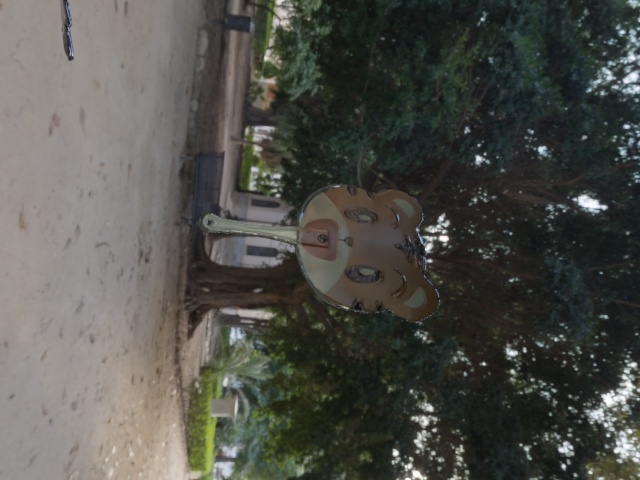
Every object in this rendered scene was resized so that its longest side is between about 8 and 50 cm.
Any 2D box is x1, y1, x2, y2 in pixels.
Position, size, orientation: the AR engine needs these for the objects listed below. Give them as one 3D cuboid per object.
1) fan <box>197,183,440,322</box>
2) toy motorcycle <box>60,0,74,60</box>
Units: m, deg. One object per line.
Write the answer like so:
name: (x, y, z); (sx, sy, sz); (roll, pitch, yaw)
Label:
fan: (0.000, 0.000, 0.430); (0.008, 0.227, 0.152); (111, -17, -56)
toy motorcycle: (-0.158, -0.335, 0.340); (0.134, 0.207, 0.400); (-38, 155, -43)
